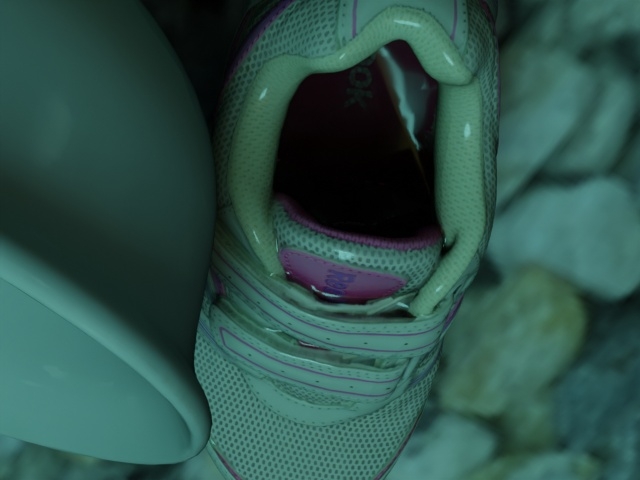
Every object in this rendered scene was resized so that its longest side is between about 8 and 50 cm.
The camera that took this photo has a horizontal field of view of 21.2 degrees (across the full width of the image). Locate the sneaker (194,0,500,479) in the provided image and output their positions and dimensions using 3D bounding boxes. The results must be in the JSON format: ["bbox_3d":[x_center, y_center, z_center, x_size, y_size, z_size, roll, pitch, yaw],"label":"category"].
[{"bbox_3d":[0.000,0.000,0.552,0.102,0.111,0.252,5,122,-1],"label":"sneaker"}]

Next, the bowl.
[{"bbox_3d":[-0.147,-0.053,0.477,0.297,0.134,0.298,18,163,6],"label":"bowl"}]
